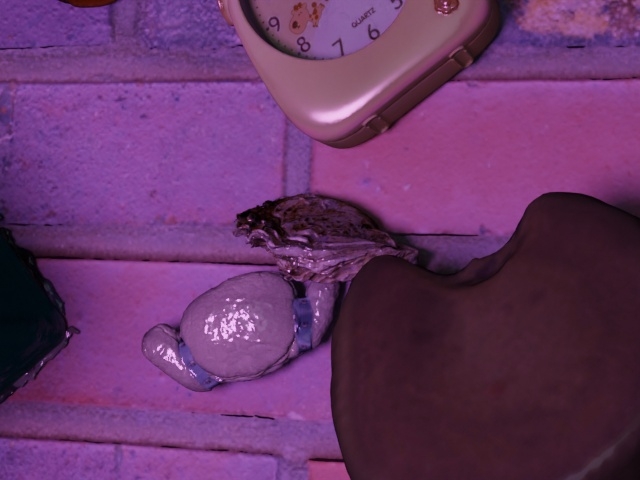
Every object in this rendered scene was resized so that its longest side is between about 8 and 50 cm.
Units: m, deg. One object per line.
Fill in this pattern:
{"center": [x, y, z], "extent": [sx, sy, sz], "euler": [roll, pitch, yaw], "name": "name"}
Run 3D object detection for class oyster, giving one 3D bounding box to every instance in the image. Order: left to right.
{"center": [0.000, 0.000, 1.513], "extent": [0.177, 0.125, 0.064], "euler": [26, 137, 32], "name": "oyster"}

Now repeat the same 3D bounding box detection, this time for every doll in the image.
{"center": [-0.077, 0.088, 1.537], "extent": [0.214, 0.071, 0.103], "euler": [-21, 75, 5], "name": "doll"}

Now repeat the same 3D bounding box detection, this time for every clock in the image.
{"center": [0.014, -0.267, 1.535], "extent": [0.235, 0.096, 0.308], "euler": [-37, 75, 11], "name": "clock"}

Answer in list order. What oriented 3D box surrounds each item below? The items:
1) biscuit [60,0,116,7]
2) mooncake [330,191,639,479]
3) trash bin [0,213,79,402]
{"center": [-0.249, -0.357, 1.656], "extent": [0.212, 0.036, 0.212], "euler": [-2, 83, 16], "name": "biscuit"}
{"center": [0.183, 0.133, 1.365], "extent": [0.351, 0.187, 0.351], "euler": [-13, 53, 18], "name": "mooncake"}
{"center": [-0.415, 0.083, 1.481], "extent": [0.259, 0.381, 0.295], "euler": [-41, 76, 10], "name": "trash bin"}
